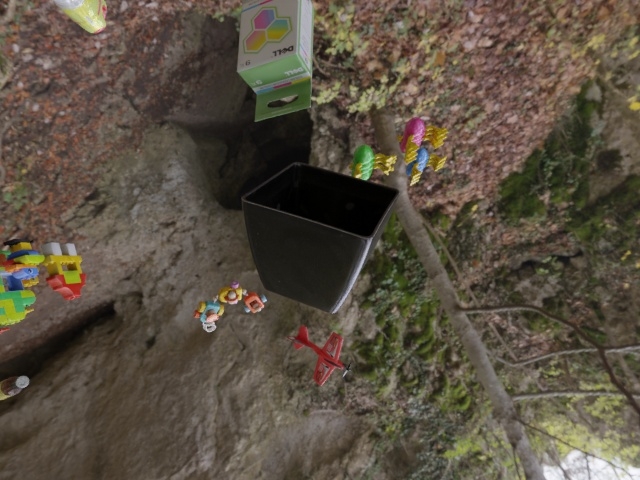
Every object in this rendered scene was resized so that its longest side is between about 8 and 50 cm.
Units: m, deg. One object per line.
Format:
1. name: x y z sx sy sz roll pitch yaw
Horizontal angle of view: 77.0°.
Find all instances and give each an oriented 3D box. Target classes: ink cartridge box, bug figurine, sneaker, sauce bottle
1. ink cartridge box: -0.073 -0.311 0.660 0.109 0.209 0.062 -6 162 22
2. bug figurine: 0.127 -0.140 0.789 0.279 0.072 0.216 -29 160 -13
3. sneaker: -0.423 -0.428 0.703 0.082 0.208 0.094 -29 145 4
4. sauce bottle: -0.696 0.330 0.904 0.128 0.042 0.042 -23 179 32

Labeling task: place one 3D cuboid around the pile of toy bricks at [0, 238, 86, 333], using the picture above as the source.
1. pile of toy bricks: -0.402 0.064 0.501 0.118 0.105 0.212 -18 176 4

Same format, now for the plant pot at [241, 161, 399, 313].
1. plant pot: 0.000 0.000 0.636 0.188 0.166 0.187 17 -148 15

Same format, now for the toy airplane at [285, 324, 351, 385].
1. toy airplane: -0.004 0.236 0.850 0.151 0.151 0.028 -28 -172 32

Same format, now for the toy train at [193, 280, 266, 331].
1. toy train: -0.213 0.166 0.959 0.166 0.125 0.046 -29 -140 -8
